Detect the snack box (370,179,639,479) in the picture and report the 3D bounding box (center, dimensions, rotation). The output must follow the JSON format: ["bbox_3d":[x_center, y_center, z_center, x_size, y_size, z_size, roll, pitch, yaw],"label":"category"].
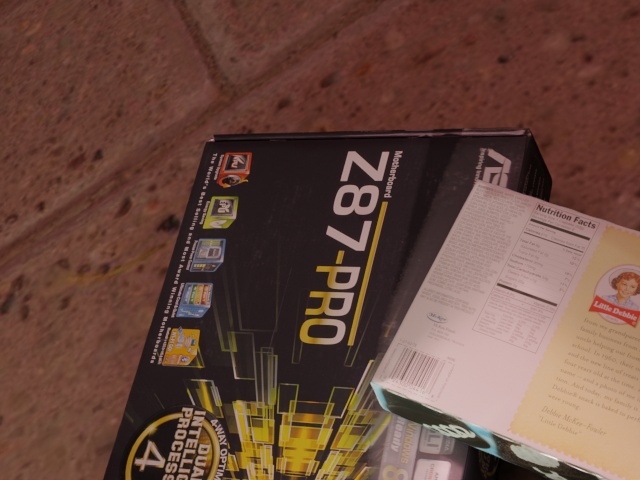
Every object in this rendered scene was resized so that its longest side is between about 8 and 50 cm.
[{"bbox_3d":[0.219,0.089,0.953,0.322,0.060,0.187,20,69,25],"label":"snack box"}]

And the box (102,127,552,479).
[{"bbox_3d":[0.006,0.093,1.129,0.318,0.097,0.395,2,62,26],"label":"box"}]
